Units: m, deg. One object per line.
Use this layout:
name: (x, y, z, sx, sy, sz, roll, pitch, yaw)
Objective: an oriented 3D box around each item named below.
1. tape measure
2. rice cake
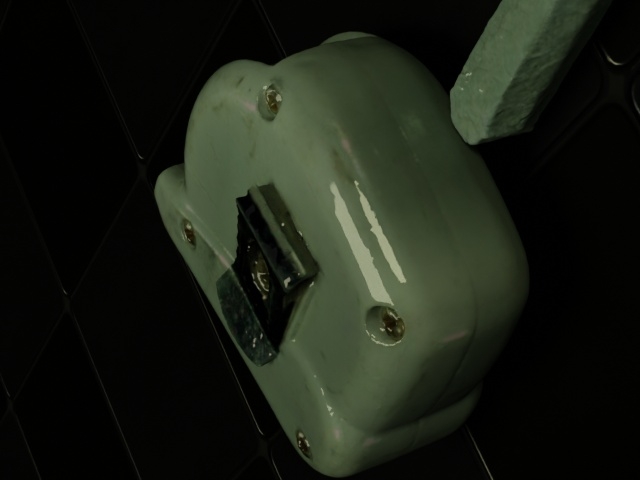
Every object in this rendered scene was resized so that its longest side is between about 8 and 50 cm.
tape measure: (0.000, 0.001, 0.876, 0.243, 0.125, 0.246, 57, 152, 24)
rice cake: (0.124, -0.133, 0.712, 0.042, 0.045, 0.245, 60, 146, 26)
